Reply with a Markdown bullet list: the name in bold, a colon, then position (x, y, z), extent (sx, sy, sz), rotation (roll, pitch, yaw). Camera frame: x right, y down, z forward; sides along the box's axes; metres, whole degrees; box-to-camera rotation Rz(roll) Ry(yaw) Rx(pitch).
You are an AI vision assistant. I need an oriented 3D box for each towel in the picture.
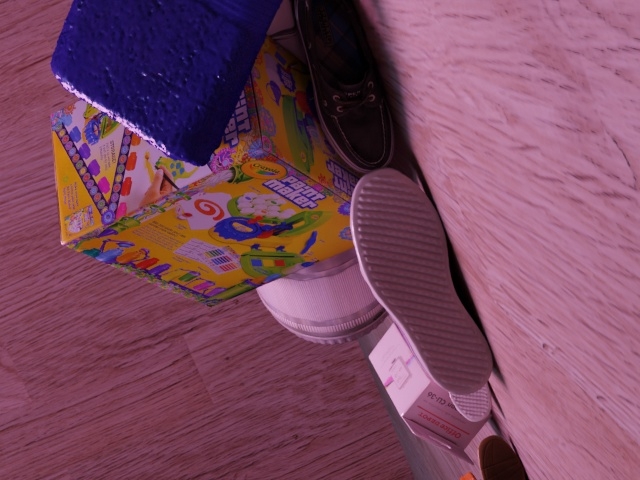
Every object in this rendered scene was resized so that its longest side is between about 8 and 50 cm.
- **towel**: position (-0.132, -0.254, 1.257), extent (0.227, 0.308, 0.076), rotation (34, -164, 23)

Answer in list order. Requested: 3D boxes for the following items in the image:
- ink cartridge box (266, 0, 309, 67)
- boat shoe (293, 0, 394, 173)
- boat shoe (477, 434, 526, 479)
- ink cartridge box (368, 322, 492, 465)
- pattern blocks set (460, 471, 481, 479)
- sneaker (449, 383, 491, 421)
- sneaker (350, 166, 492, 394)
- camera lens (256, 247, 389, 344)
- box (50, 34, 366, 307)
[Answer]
- **ink cartridge box**: position (-0.084, -0.305, 1.448), extent (0.273, 0.114, 0.197), rotation (72, -167, -65)
- **boat shoe**: position (0.030, -0.178, 1.349), extent (0.076, 0.080, 0.228), rotation (-120, 15, -76)
- **boat shoe**: position (0.236, 0.316, 1.556), extent (0.049, 0.056, 0.152), rotation (146, 100, -81)
- **ink cartridge box**: position (0.150, 0.203, 1.647), extent (0.115, 0.067, 0.198), rotation (30, -165, -26)
- **pattern blocks set**: position (0.273, 0.427, 1.638), extent (0.285, 0.026, 0.325), rotation (56, -178, -16)
- **sneaker**: position (0.179, 0.171, 1.566), extent (0.134, 0.051, 0.070), rotation (61, -175, 24)
- **sneaker**: position (0.101, 0.037, 1.446), extent (0.161, 0.102, 0.282), rotation (-114, 1, -74)
- **camera lens**: position (0.000, 0.000, 1.731), extent (0.274, 0.219, 0.219), rotation (72, 174, -59)
- **box**: position (-0.112, -0.077, 1.461), extent (0.290, 0.279, 0.177), rotation (30, -137, -54)
